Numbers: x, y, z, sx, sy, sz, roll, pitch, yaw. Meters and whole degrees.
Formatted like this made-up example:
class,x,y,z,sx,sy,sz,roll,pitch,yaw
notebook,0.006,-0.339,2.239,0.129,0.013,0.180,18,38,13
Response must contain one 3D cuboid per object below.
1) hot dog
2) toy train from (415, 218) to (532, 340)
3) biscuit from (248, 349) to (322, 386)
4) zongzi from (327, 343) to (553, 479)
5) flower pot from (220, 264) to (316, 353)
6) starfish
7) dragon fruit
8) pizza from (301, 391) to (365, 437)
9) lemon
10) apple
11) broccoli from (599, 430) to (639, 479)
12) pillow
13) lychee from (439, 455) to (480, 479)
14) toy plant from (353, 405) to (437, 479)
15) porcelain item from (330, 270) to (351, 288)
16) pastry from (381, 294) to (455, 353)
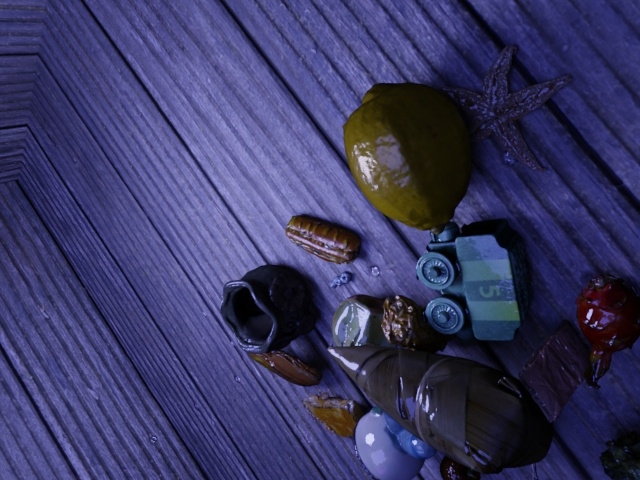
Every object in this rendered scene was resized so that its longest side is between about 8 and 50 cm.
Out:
class,x,y,z,sx,sy,sz,roll,pitch,yaw
hot dog,0.000,0.000,1.395,0.269,0.072,0.115,18,127,33
toy train,0.361,0.097,1.076,0.238,0.167,0.299,-8,105,36
biscuit,-0.138,0.442,1.618,0.262,0.052,0.277,34,153,-9
zongzi,0.321,0.383,1.150,0.467,0.500,0.218,23,83,43
flower pot,-0.173,0.228,1.541,0.301,0.213,0.302,18,120,34
starfish,0.393,-0.276,0.956,0.295,0.048,0.231,48,132,12
dragon fruit,0.581,0.191,0.938,0.125,0.125,0.246,7,97,4
pizza,0.050,0.615,1.628,0.297,0.071,0.189,-15,111,46
lemon,0.198,-0.188,1.011,0.316,0.285,0.285,42,130,17
apple,0.136,0.255,1.327,0.207,0.173,0.188,33,107,28
broccoli,0.710,0.447,0.934,0.263,0.247,0.243,25,95,-17
pillow,0.510,0.272,0.978,0.126,0.232,0.043,58,145,6
lychee,0.405,0.670,1.327,0.114,0.114,0.146,56,151,5
toy plant,0.265,0.525,1.308,0.247,0.247,0.332,43,128,17
porcelain item,0.064,0.123,1.422,0.083,0.028,0.036,-37,81,42
pastry,0.255,0.240,1.179,0.102,0.250,0.154,-33,45,25
